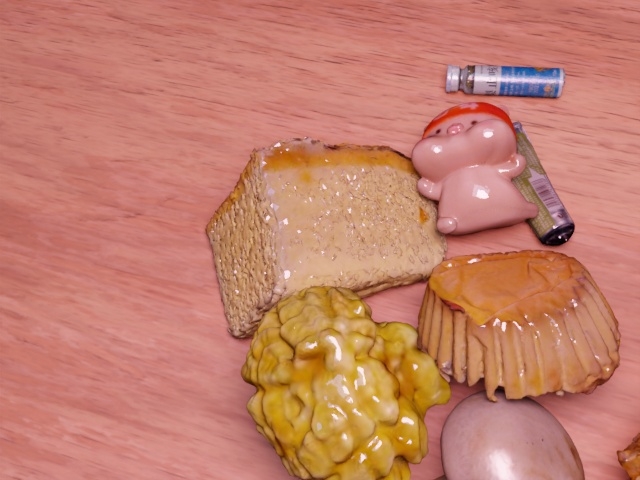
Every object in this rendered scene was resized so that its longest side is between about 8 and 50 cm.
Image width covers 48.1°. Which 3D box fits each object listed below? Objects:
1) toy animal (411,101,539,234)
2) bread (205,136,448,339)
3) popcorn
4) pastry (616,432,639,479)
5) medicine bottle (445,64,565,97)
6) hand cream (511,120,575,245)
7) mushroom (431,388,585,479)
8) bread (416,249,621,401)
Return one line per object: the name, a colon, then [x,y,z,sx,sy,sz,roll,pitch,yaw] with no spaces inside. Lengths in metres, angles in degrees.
toy animal: [0.231,-0.111,1.087,0.171,0.171,0.198,-12,77,2]
bread: [0.000,0.000,1.128,0.315,0.279,0.249,4,62,-38]
popcorn: [0.026,0.185,0.907,0.257,0.224,0.270,36,34,-14]
pastry: [0.570,0.288,0.796,0.405,0.337,0.292,36,38,21]
medicine bottle: [0.307,-0.267,1.200,0.191,0.051,0.051,3,69,8]
hand cream: [0.329,-0.088,1.134,0.086,0.055,0.235,-21,60,-3]
mushroom: [0.222,0.308,0.929,0.215,0.207,0.207,-40,65,27]
bread: [0.264,0.101,0.965,0.274,0.149,0.274,-4,29,2]
